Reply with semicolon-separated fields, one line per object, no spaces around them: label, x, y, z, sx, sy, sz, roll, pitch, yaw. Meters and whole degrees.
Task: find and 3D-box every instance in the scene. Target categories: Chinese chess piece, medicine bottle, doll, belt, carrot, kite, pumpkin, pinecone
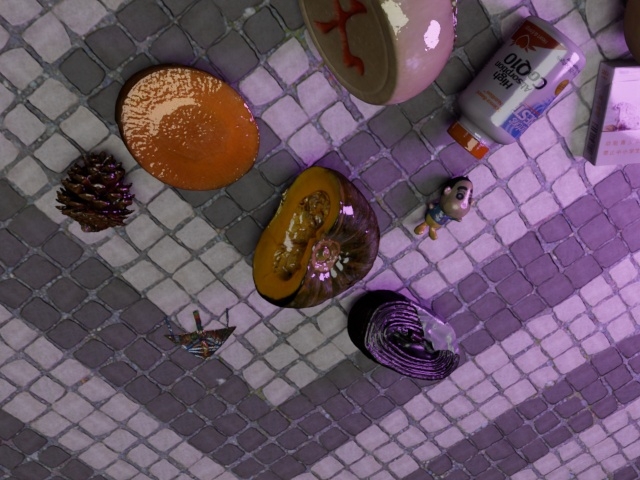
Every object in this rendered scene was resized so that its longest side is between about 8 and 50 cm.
Chinese chess piece;0.092;-0.409;1.173;0.140;0.338;0.338;-30;121;-16
medicine bottle;0.395;-0.308;1.375;0.157;0.157;0.288;32;109;-23
doll;0.295;-0.075;1.528;0.102;0.089;0.179;18;113;-28
belt;0.206;0.238;1.655;0.289;0.164;0.184;29;85;-21
carrot;-0.270;-0.229;1.361;0.307;0.100;0.258;29;109;-30
kite;-0.300;0.242;1.656;0.183;0.010;0.160;-7;119;-5
pumpkin;0.000;0.000;1.480;0.232;0.242;0.325;14;115;-49
pinecone;-0.464;-0.100;1.366;0.174;0.173;0.173;-4;119;-7

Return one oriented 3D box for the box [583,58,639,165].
box;0.694;-0.289;1.485;0.150;0.067;0.233;-6;120;-8

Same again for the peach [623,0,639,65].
peach;0.751;-0.461;1.292;0.292;0.247;0.292;-3;129;-4
